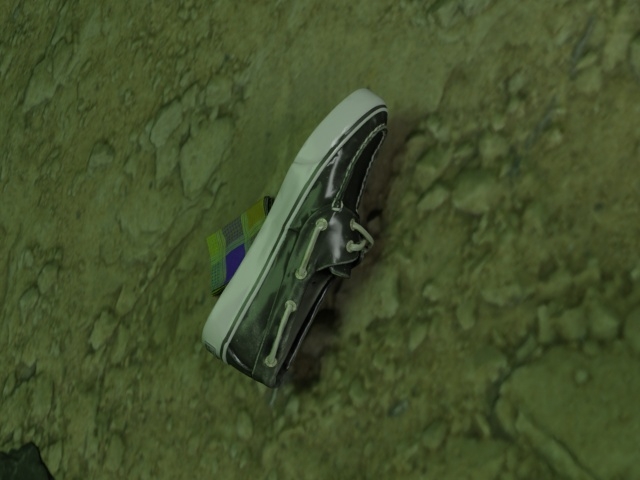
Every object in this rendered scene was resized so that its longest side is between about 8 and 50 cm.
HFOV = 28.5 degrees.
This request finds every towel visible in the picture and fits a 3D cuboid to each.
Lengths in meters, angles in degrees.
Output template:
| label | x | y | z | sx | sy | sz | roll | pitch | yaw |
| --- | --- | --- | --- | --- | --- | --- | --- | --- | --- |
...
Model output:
| label | x | y | z | sx | sy | sz | roll | pitch | yaw |
| --- | --- | --- | --- | --- | --- | --- | --- | --- | --- |
| towel | -0.065 | 0.004 | 1.017 | 0.083 | 0.009 | 0.060 | -32 | 50 | 39 |

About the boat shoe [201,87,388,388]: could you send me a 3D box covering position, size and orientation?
| label | x | y | z | sx | sy | sz | roll | pitch | yaw |
| --- | --- | --- | --- | --- | --- | --- | --- | --- | --- |
| boat shoe | 0.000 | 0.000 | 0.893 | 0.070 | 0.078 | 0.219 | 31 | 95 | 19 |
